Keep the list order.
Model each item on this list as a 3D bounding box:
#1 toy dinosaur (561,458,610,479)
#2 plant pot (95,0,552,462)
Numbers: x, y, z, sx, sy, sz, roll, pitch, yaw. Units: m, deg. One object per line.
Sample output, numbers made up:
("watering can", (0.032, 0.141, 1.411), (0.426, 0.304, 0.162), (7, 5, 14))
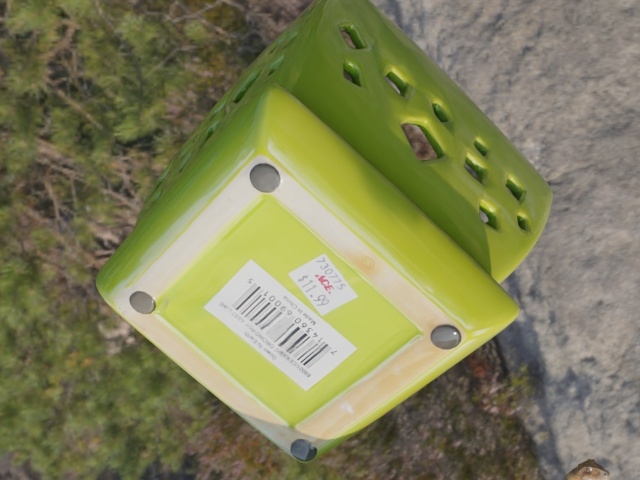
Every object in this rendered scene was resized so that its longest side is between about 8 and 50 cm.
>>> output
("toy dinosaur", (0.264, 0.342, 1.018), (0.211, 0.064, 0.112), (-42, 94, 8))
("plant pot", (0.000, 0.000, 0.574), (0.228, 0.207, 0.227), (42, 121, -10))
